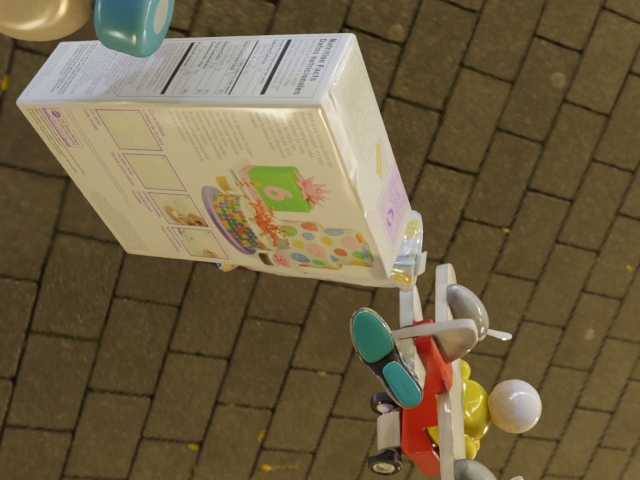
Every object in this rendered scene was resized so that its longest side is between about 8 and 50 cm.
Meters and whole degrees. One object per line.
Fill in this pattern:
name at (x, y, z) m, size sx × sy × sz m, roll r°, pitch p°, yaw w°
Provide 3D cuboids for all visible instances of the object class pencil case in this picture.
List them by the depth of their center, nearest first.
pencil case at (0.000, 0.000, 1.116) m, size 0.273 × 0.124 × 0.113 m, roll 7°, pitch 91°, yaw -6°

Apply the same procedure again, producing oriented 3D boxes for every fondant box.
fondant box at (-0.098, -0.080, 0.841) m, size 0.096 × 0.330 × 0.238 m, roll -66°, pitch 149°, yaw -32°

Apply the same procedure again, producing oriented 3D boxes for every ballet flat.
ballet flat at (0.062, 0.114, 0.833) m, size 0.041 × 0.041 × 0.114 m, roll -32°, pitch 100°, yaw -5°

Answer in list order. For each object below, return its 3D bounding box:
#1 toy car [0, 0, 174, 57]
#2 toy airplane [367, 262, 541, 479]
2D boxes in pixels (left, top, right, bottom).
toy car at (-0.191, -0.294, 0.653) m, size 0.219 × 0.238 × 0.210 m, roll 18°, pitch 136°, yaw 3°
toy airplane at (0.218, 0.241, 1.343) m, size 0.272 × 0.384 × 0.386 m, roll 3°, pitch 93°, yaw 3°
